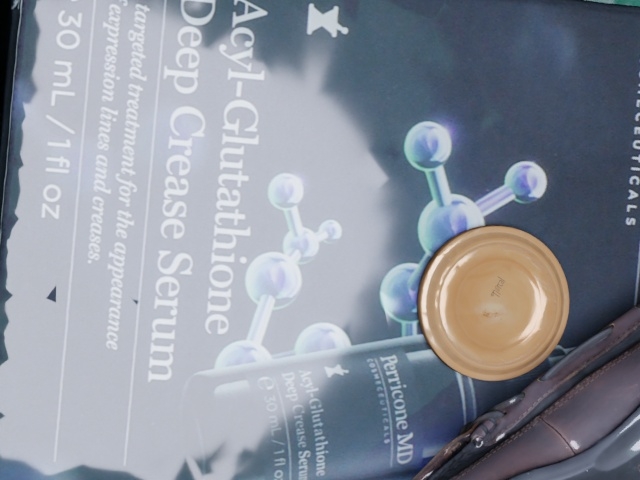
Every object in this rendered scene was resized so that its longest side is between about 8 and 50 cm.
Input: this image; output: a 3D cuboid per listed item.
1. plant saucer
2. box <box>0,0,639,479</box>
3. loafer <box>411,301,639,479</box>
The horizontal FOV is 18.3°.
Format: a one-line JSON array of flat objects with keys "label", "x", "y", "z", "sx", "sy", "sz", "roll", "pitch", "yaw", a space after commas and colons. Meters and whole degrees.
[{"label": "plant saucer", "x": 0.093, "y": 0.034, "z": 1.059, "sx": 0.083, "sy": 0.013, "sz": 0.083, "roll": -1, "pitch": 93, "yaw": -13}, {"label": "box", "x": 0.000, "y": 0.000, "z": 1.152, "sx": 0.395, "sy": 0.212, "sz": 0.294, "roll": 4, "pitch": 92, "yaw": -13}, {"label": "loafer", "x": 0.133, "y": 0.113, "z": 1.047, "sx": 0.302, "sy": 0.095, "sz": 0.109, "roll": -34, "pitch": 130, "yaw": -4}]
